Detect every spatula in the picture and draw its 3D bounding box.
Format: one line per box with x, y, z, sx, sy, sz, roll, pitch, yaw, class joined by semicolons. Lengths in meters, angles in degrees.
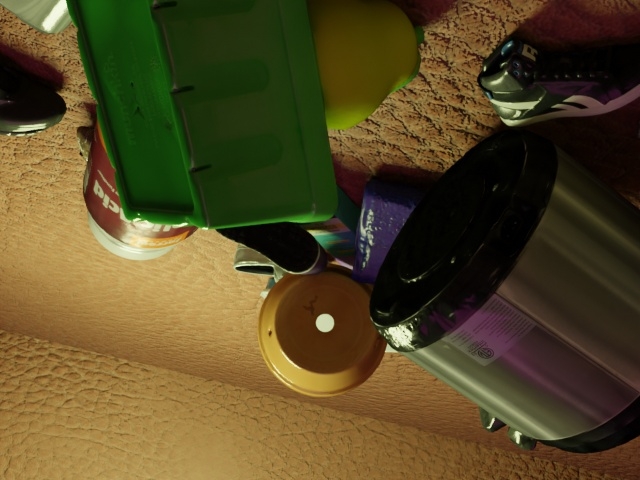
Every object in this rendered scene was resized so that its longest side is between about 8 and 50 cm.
0.000;0.000;1.386;0.084;0.030;0.296;-12;146;44;spatula

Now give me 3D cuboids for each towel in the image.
0.218;0.006;1.196;0.309;0.076;0.227;13;129;7;towel

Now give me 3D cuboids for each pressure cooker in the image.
0.326;0.096;0.936;0.420;0.375;0.370;34;159;-10;pressure cooker

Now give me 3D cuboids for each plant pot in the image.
0.007;0.179;1.338;0.291;0.290;0.203;13;169;1;plant pot

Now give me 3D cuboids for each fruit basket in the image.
-0.068;-0.207;0.788;0.283;0.391;0.392;6;154;42;fruit basket

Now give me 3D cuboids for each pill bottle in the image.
-0.277;-0.116;1.092;0.224;0.224;0.392;22;152;-16;pill bottle

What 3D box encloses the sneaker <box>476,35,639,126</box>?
0.294;-0.211;0.799;0.217;0.079;0.121;-13;144;43;sneaker

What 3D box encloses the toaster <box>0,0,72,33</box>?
-0.349;-0.365;0.762;0.147;0.129;0.227;-17;138;39;toaster

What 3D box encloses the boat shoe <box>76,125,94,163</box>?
-0.424;-0.168;1.249;0.066;0.066;0.183;32;156;4;boat shoe

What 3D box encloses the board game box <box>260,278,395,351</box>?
0.102;0.199;1.705;0.390;0.050;0.390;-4;148;31;board game box

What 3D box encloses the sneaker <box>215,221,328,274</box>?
-0.109;-0.019;1.265;0.283;0.107;0.124;38;-178;19;sneaker

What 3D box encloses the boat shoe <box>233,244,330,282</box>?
-0.092;0.063;1.501;0.228;0.081;0.079;10;153;9;boat shoe

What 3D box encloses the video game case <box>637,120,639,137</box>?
0.496;-0.182;0.823;0.143;0.019;0.157;5;151;16;video game case

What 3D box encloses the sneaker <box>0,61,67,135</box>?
-0.572;-0.268;1.080;0.287;0.109;0.130;17;147;-10;sneaker

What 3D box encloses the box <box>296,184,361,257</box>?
0.010;-0.053;1.256;0.101;0.060;0.244;-7;146;35;box
